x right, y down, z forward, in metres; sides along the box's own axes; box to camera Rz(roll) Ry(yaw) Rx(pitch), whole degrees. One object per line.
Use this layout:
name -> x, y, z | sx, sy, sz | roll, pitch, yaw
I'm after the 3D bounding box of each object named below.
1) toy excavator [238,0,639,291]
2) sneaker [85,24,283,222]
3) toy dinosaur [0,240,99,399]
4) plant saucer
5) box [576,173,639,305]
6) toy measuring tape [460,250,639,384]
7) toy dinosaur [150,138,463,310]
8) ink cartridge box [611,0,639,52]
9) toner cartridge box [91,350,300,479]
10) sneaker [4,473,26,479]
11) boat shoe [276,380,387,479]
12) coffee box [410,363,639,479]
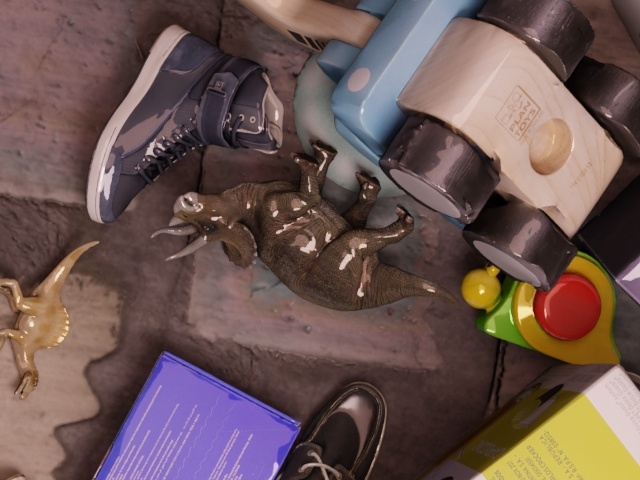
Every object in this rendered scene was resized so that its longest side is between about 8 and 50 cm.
toy excavator -> 0.054, -0.181, 1.746 | 0.433, 0.445, 0.222 | 40, 80, -40
sneaker -> -0.135, -0.098, 1.802 | 0.163, 0.086, 0.226 | 25, 83, 17
toy dinosaur -> -0.302, 0.071, 1.819 | 0.092, 0.053, 0.183 | 21, 91, -16
plant saucer -> 0.068, -0.145, 1.857 | 0.194, 0.037, 0.195 | 0, 83, -3
box -> 0.470, 0.010, 1.715 | 0.296, 0.183, 0.294 | 42, 100, -14
toy measuring tape -> 0.304, 0.084, 1.812 | 0.330, 0.121, 0.121 | 20, 83, -9
toy dinosaur -> 0.000, 0.000, 1.813 | 0.313, 0.121, 0.160 | 29, 108, -8
ink cartridge box -> 0.410, -0.223, 1.834 | 0.128, 0.127, 0.176 | -28, 87, -4
toner cartridge box -> -0.171, 0.304, 1.780 | 0.165, 0.075, 0.348 | 28, 83, 2
sneaker -> -0.345, 0.333, 1.767 | 0.086, 0.064, 0.192 | 42, 81, 16
boat shoe -> -0.001, 0.251, 1.793 | 0.084, 0.079, 0.233 | 32, 82, 3
coffee box -> 0.225, 0.349, 1.660 | 0.334, 0.337, 0.338 | -37, 87, -4
